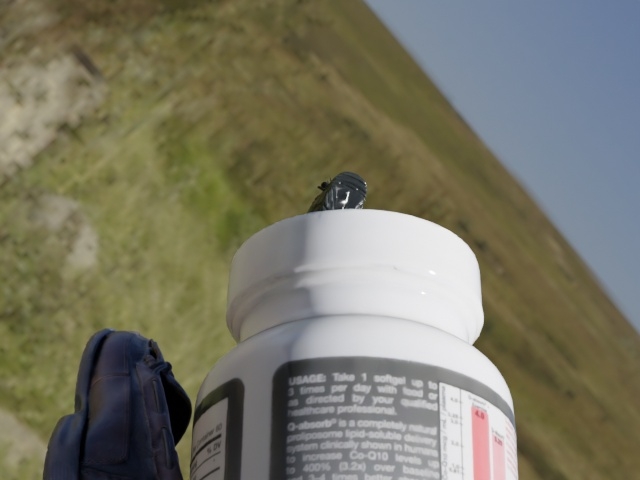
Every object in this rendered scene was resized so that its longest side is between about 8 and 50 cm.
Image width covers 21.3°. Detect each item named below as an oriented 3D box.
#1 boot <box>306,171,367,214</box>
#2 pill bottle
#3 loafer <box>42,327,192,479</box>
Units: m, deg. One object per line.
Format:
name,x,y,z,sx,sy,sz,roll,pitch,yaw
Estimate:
boot,-0.001,0.000,1.438,0.045,0.121,0.099,25,-16,-6
pill bottle,0.021,0.176,1.063,0.210,0.210,0.362,46,38,-50
loafer,-0.131,0.142,1.214,0.302,0.095,0.109,-87,177,-75
